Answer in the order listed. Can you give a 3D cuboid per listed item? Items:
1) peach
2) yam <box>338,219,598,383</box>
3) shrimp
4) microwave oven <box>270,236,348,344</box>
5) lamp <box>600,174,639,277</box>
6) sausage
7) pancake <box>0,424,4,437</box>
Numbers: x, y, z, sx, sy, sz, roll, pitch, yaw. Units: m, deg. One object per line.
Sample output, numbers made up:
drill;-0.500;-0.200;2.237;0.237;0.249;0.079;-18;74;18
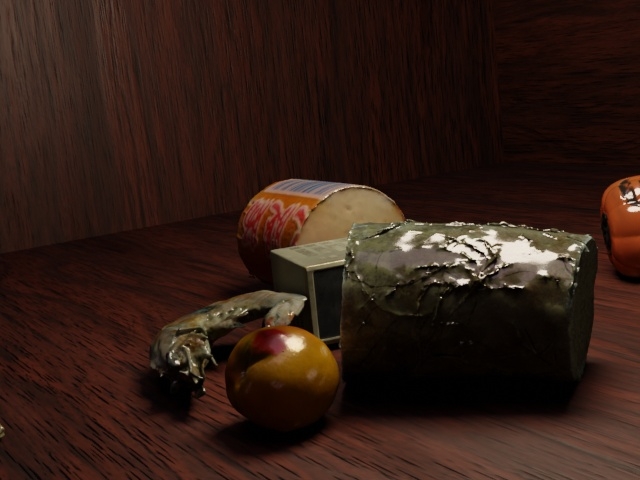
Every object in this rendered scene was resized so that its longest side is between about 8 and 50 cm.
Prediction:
peach;-0.043;0.167;1.172;0.138;0.138;0.138;-6;10;1
yam;0.182;0.086;1.264;0.348;0.241;0.241;-1;11;20
shrimp;-0.138;0.140;1.398;0.247;0.085;0.360;-20;10;7
microwave oven;0.059;0.075;1.577;0.241;0.145;0.194;-10;9;-22
lamp;0.589;-0.027;1.719;0.164;0.187;0.187;-9;9;10
sausage;0.000;0.000;1.805;0.233;0.233;0.287;-11;11;-26
pancake;-0.512;0.261;1.200;0.212;0.029;0.235;-6;8;6
